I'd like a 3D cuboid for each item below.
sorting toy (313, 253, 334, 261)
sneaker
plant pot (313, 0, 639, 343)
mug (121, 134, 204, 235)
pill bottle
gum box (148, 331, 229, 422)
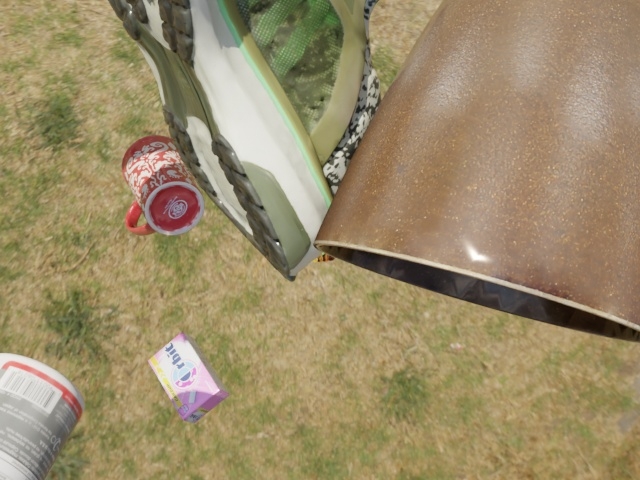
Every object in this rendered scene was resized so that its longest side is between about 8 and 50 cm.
[{"bbox_3d":[0.000,0.000,1.089,0.042,0.061,0.102,-39,139,-29],"label":"sorting toy"},{"bbox_3d":[-0.033,-0.171,0.449,0.182,0.158,0.410,-35,137,-20],"label":"sneaker"},{"bbox_3d":[0.130,-0.075,0.450,0.215,0.215,0.231,18,85,-12],"label":"plant pot"},{"bbox_3d":[-0.249,-0.070,1.128,0.113,0.169,0.150,-3,118,-23],"label":"mug"},{"bbox_3d":[-0.457,0.310,0.952,0.161,0.283,0.161,12,138,11],"label":"pill bottle"},{"bbox_3d":[-0.311,0.315,1.642,0.107,0.188,0.062,-39,153,-1],"label":"gum box"}]
